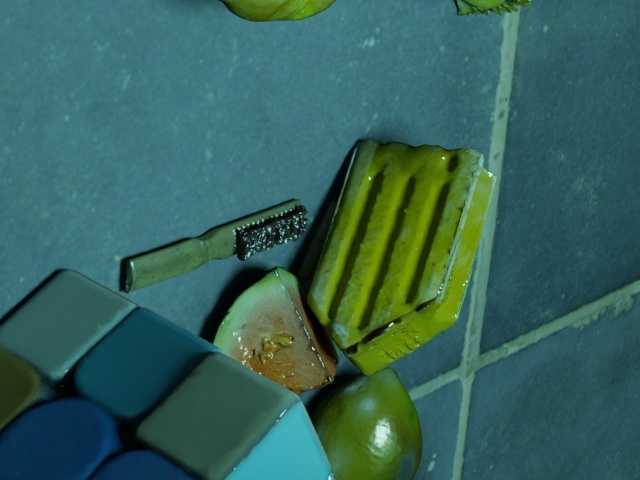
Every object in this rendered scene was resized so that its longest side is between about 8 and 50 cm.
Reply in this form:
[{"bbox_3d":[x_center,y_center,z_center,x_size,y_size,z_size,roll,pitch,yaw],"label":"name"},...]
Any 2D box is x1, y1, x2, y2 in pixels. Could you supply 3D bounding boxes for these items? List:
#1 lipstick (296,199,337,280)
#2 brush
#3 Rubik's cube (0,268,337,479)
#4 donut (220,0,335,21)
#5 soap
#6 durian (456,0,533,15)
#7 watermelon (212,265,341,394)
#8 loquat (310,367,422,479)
[{"bbox_3d":[0.000,0.000,1.797,0.019,0.019,0.094,25,91,-52],"label":"lipstick"},{"bbox_3d":[-0.104,0.007,1.668,0.248,0.036,0.043,-20,120,-42],"label":"brush"},{"bbox_3d":[-0.195,0.297,1.478,0.346,0.344,0.347,-44,136,-25],"label":"Rubik's cube"},{"bbox_3d":[-0.062,-0.322,1.463,0.208,0.128,0.261,-53,140,-12],"label":"donut"},{"bbox_3d":[0.084,0.021,1.741,0.080,0.160,0.257,45,58,-54],"label":"soap"},{"bbox_3d":[0.139,-0.330,1.700,0.306,0.166,0.172,-5,83,-54],"label":"durian"},{"bbox_3d":[-0.063,0.132,1.745,0.145,0.137,0.193,-28,138,8],"label":"watermelon"},{"bbox_3d":[0.053,0.243,1.896,0.152,0.152,0.195,0,101,-49],"label":"loquat"}]
